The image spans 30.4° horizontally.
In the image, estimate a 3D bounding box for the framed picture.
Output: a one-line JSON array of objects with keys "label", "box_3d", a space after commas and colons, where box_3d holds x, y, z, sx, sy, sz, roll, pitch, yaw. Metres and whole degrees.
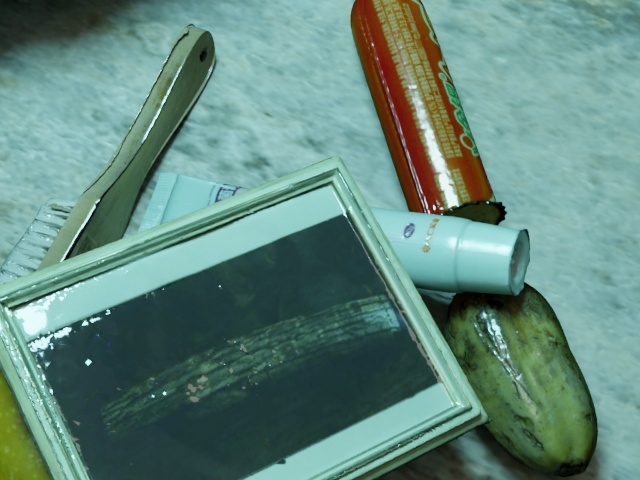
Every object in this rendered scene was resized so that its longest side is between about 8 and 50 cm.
[{"label": "framed picture", "box_3d": [-0.054, 0.080, 0.798, 0.293, 0.018, 0.231, -23, 74, -24]}]

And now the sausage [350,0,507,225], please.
[{"label": "sausage", "box_3d": [0.078, -0.123, 0.994, 0.083, 0.083, 0.264, -15, 67, -4]}]

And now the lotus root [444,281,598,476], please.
[{"label": "lotus root", "box_3d": [0.149, 0.099, 0.898, 0.089, 0.080, 0.179, -15, 68, -18]}]

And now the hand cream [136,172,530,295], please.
[{"label": "hand cream", "box_3d": [0.000, 0.000, 0.932, 0.331, 0.058, 0.085, 6, 71, 27]}]

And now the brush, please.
[{"label": "brush", "box_3d": [-0.184, -0.050, 0.983, 0.065, 0.070, 0.328, 19, 68, 20]}]

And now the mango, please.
[{"label": "mango", "box_3d": [-0.103, 0.171, 0.837, 0.329, 0.175, 0.177, 24, 109, 9]}]
